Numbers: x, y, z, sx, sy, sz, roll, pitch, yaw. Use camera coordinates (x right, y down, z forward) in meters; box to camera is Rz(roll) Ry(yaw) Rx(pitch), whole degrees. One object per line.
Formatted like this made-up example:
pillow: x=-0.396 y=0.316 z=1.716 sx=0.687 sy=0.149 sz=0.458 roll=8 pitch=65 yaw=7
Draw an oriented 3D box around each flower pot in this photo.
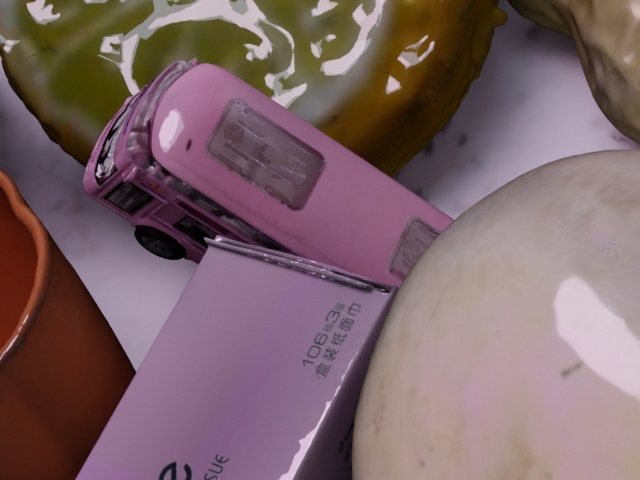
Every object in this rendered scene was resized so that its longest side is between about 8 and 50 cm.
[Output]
flower pot: x=-0.153 y=0.091 z=0.824 sx=0.190 sy=0.173 sz=0.190 roll=-19 pitch=41 yaw=17

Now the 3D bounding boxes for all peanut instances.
peanut: x=0.144 y=-0.129 z=0.938 sx=0.098 sy=0.090 sz=0.214 roll=-24 pitch=50 yaw=-3

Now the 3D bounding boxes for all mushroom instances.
mushroom: x=0.145 y=0.093 z=0.716 sx=0.254 sy=0.234 sz=0.260 roll=-19 pitch=77 yaw=43

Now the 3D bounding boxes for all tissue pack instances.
tissue pack: x=-0.041 y=0.138 z=0.779 sx=0.092 sy=0.148 sz=0.246 roll=17 pitch=63 yaw=27

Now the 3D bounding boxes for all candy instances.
candy: x=-0.039 y=-0.136 z=0.937 sx=0.260 sy=0.118 sz=0.260 roll=0 pitch=88 yaw=8

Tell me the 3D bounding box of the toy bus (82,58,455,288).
toy bus: x=0.000 y=0.000 z=0.837 sx=0.203 sy=0.090 sz=0.063 roll=32 pitch=65 yaw=-13
